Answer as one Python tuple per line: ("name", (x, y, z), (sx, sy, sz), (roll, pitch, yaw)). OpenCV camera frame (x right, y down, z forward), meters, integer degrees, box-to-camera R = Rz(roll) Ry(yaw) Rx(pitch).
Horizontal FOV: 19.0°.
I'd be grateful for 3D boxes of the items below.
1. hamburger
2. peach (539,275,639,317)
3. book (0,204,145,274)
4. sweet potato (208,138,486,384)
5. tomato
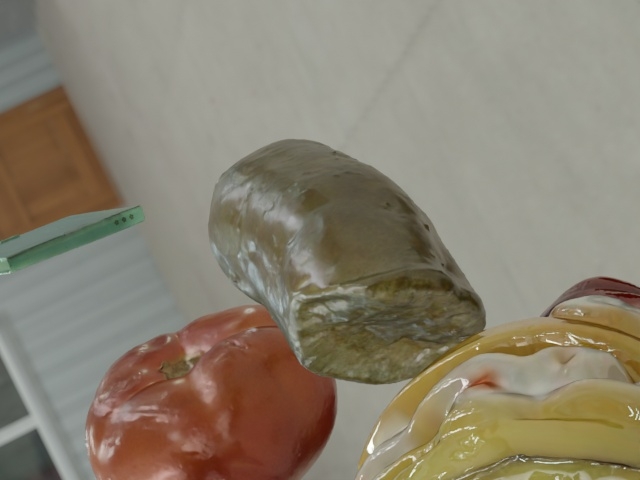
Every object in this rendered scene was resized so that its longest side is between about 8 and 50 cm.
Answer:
("hamburger", (0.145, 0.167, 1.147), (0.237, 0.276, 0.276), (-76, -32, -61))
("peach", (0.197, 0.075, 1.313), (0.101, 0.100, 0.101), (59, 168, 21))
("book", (-0.217, 0.003, 1.487), (0.103, 0.135, 0.017), (-7, 103, 46))
("sweet potato", (0.000, 0.000, 1.474), (0.370, 0.158, 0.158), (47, 160, 57))
("tomato", (-0.101, 0.179, 1.899), (0.180, 0.260, 0.260), (60, 171, -21))
